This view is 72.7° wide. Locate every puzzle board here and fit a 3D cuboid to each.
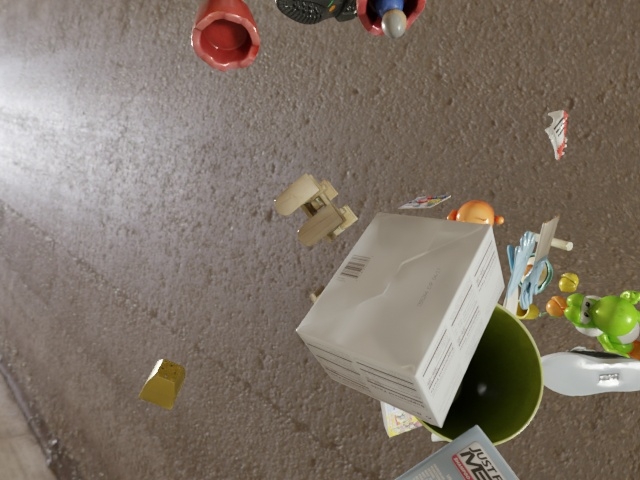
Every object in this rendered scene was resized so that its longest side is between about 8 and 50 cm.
[{"bbox_3d":[0.311,-0.117,1.311,0.128,0.096,0.011,4,115,57],"label":"puzzle board"}]

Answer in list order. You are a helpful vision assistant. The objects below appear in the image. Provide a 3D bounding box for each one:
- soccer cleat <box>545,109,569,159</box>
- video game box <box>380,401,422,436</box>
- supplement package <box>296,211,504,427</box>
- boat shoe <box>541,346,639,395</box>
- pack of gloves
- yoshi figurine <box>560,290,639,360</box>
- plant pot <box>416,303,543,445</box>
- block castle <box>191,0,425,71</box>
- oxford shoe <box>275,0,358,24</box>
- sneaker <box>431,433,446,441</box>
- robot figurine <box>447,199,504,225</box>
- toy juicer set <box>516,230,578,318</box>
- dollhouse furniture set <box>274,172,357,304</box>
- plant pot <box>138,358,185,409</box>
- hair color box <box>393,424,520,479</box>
[{"bbox_3d":[0.408,-0.182,0.754,0.035,0.029,0.084,6,103,25],"label":"soccer cleat"},{"bbox_3d":[0.250,0.413,1.149,0.048,0.186,0.205,-121,17,-58],"label":"video game box"},{"bbox_3d":[0.132,0.103,0.675,0.203,0.145,0.262,10,51,40],"label":"supplement package"},{"bbox_3d":[0.707,0.338,1.166,0.105,0.305,0.113,-127,35,-82],"label":"boat shoe"},{"bbox_3d":[0.439,0.067,0.955,0.046,0.194,0.232,24,122,39],"label":"pack of gloves"},{"bbox_3d":[0.885,0.249,1.279,0.203,0.361,0.204,-49,32,37],"label":"yoshi figurine"},{"bbox_3d":[0.278,0.284,0.941,0.274,0.294,0.275,-1,69,2],"label":"plant pot"},{"bbox_3d":[-0.054,-0.387,0.395,0.302,0.453,0.213,-11,63,4],"label":"block castle"},{"bbox_3d":[-0.009,-0.492,0.864,0.082,0.227,0.096,-36,82,49],"label":"oxford shoe"},{"bbox_3d":[0.439,0.582,1.396,0.290,0.105,0.123,110,167,-56],"label":"sneaker"},{"bbox_3d":[0.548,-0.078,1.543,0.158,0.219,0.128,42,111,12],"label":"robot figurine"},{"bbox_3d":[0.757,0.106,1.473,0.209,0.089,0.330,-17,61,64],"label":"toy juicer set"},{"bbox_3d":[0.000,0.000,0.929,0.161,0.212,0.242,-38,86,12],"label":"dollhouse furniture set"},{"bbox_3d":[-0.360,0.324,1.012,0.082,0.081,0.083,-77,14,-55],"label":"plant pot"},{"bbox_3d":[0.097,0.424,0.592,0.374,0.185,0.114,-30,50,-6],"label":"hair color box"}]
